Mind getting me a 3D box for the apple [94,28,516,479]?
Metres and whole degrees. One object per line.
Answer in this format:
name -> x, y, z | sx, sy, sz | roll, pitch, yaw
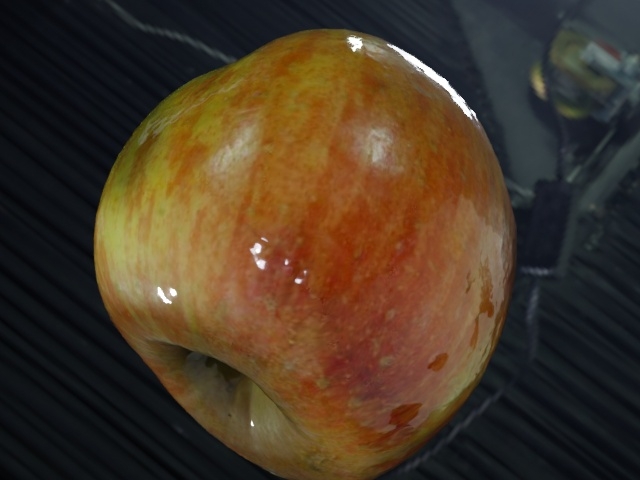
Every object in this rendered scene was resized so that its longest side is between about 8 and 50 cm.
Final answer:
apple -> 0.000, 0.000, 0.832 | 0.301, 0.301, 0.301 | -51, -5, -7
